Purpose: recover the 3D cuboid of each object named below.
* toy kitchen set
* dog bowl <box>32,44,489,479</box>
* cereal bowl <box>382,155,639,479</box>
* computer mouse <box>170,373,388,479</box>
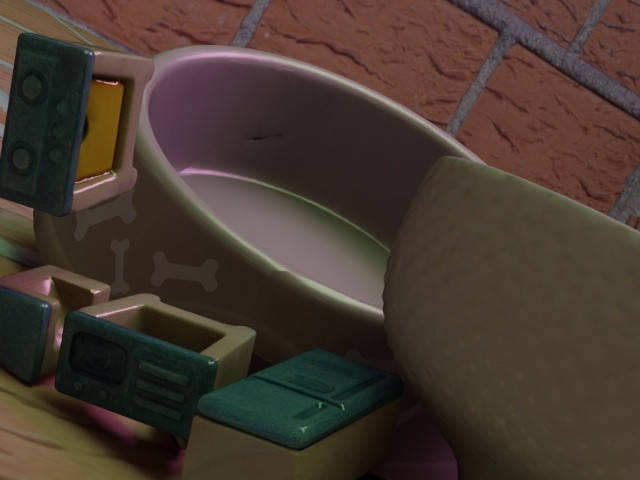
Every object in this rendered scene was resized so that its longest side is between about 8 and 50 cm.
[{"bbox_3d":[-0.066,0.008,0.802,0.207,0.166,0.122,17,14,21],"label":"toy kitchen set"},{"bbox_3d":[0.000,0.000,1.102,0.348,0.102,0.349,22,28,-13],"label":"dog bowl"},{"bbox_3d":[0.170,0.100,0.850,0.339,0.141,0.339,30,-2,1],"label":"cereal bowl"},{"bbox_3d":[0.009,0.124,0.848,0.184,0.060,0.262,30,6,-9],"label":"computer mouse"}]
